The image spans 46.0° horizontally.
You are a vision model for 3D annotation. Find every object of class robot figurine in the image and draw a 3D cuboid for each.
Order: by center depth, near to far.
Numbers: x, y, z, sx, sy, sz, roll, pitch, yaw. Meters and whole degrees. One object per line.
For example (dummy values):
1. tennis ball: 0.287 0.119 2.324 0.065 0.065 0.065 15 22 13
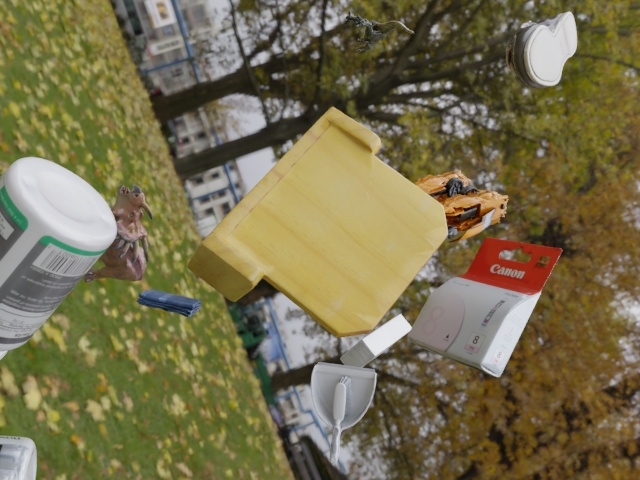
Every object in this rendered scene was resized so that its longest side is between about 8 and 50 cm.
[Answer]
1. robot figurine: 0.204 -0.050 1.433 0.211 0.290 0.085 38 -42 45

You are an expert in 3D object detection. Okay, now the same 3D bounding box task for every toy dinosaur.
1. toy dinosaur: -0.414 0.020 1.572 0.296 0.200 0.127 76 28 -52
2. toy dinosaur: 0.130 -0.540 1.919 0.268 0.118 0.064 14 -94 68

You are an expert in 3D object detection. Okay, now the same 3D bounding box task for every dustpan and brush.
1. dustpan and brush: 0.042 0.388 1.673 0.060 0.147 0.211 -9 104 -75

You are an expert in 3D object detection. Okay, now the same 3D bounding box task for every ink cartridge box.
1. ink cartridge box: 0.266 0.092 1.243 0.066 0.232 0.189 31 -9 -29

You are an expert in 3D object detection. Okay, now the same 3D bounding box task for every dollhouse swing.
1. dollhouse swing: 0.000 0.000 1.365 0.305 0.347 0.315 42 -20 -4

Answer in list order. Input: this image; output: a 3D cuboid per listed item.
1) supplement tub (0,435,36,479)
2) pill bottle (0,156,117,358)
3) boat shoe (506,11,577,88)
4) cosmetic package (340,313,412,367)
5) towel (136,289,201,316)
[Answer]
1. supplement tub: -0.705 0.452 1.363 0.207 0.337 0.207 -173 -90 -78
2. pill bottle: -0.527 0.053 1.266 0.204 0.361 0.204 41 16 -14
3. boat shoe: 0.391 -0.345 1.384 0.095 0.335 0.112 -6 -70 34
4. cosmetic package: 0.155 0.279 2.061 0.099 0.239 0.060 -43 -101 31
5. towel: -0.306 0.127 1.530 0.067 0.119 0.029 -31 132 -79
